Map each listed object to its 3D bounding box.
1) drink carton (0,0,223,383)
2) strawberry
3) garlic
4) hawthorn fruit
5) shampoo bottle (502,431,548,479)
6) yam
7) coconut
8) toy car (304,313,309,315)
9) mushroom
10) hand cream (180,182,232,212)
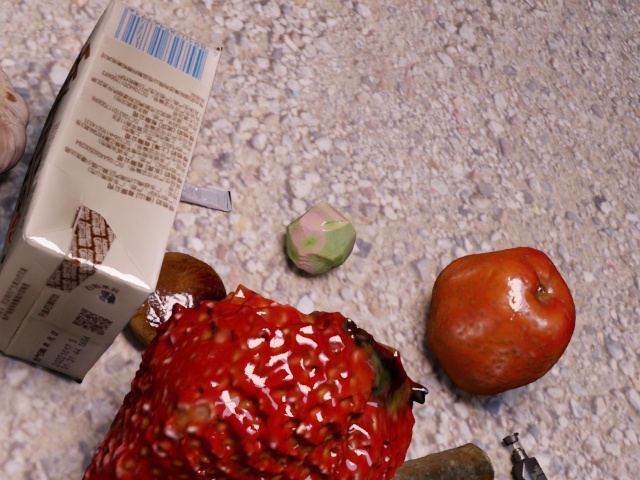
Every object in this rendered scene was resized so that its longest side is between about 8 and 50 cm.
[{"bbox_3d":[-0.216,-0.056,0.986,0.132,0.194,0.324,23,49,-19],"label":"drink carton"},{"bbox_3d":[-0.058,0.171,0.890,0.261,0.261,0.257,28,67,-17],"label":"strawberry"},{"bbox_3d":[-0.364,-0.129,1.002,0.159,0.102,0.147,52,30,-9],"label":"garlic"},{"bbox_3d":[0.214,0.091,1.207,0.189,0.189,0.189,19,50,-24],"label":"hawthorn fruit"},{"bbox_3d":[0.255,0.292,1.193,0.048,0.027,0.137,-3,61,-52],"label":"shampoo bottle"},{"bbox_3d":[0.075,0.266,1.064,0.274,0.061,0.061,-6,63,-37],"label":"yam"},{"bbox_3d":[0.000,0.000,1.188,0.081,0.082,0.083,51,-4,39],"label":"coconut"},{"bbox_3d":[-0.024,0.145,1.082,0.073,0.054,0.143,38,43,-4],"label":"toy car"},{"bbox_3d":[-0.151,0.063,1.051,0.123,0.052,0.123,17,49,-21],"label":"mushroom"},{"bbox_3d":[-0.144,-0.053,1.167,0.093,0.019,0.030,14,50,-36],"label":"hand cream"}]
